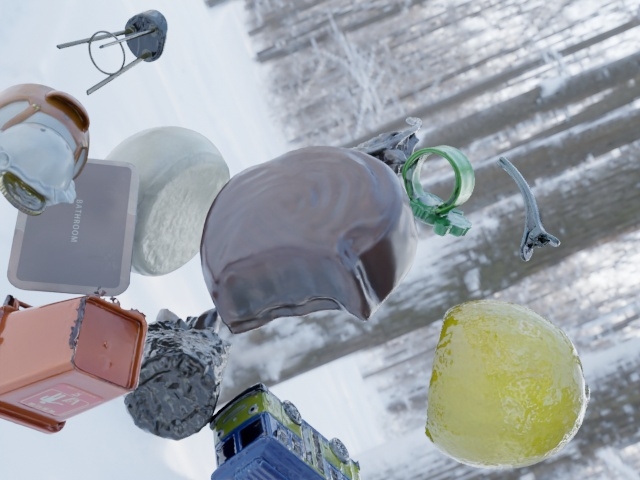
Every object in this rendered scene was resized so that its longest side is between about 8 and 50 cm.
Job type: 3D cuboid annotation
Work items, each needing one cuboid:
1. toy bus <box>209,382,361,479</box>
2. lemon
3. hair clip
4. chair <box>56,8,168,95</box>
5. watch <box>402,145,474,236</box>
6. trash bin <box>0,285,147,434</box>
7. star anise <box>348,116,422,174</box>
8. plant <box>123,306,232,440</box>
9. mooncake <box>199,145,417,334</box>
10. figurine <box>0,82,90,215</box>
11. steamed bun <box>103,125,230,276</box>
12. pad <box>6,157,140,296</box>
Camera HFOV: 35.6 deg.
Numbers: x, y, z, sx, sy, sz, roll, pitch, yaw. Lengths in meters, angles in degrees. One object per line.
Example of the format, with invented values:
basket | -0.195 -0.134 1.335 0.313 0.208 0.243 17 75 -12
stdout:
toy bus | -0.055 0.401 1.741 0.287 0.138 0.175 44 17 -28
lemon | 0.265 0.206 1.402 0.240 0.219 0.240 9 90 -75
hair clip | 0.360 -0.068 1.759 0.039 0.070 0.229 40 30 -42
chair | -0.360 -0.343 1.798 0.221 0.104 0.095 -44 136 -50
watch | 0.246 -0.105 1.981 0.165 0.152 0.131 31 22 27
trash bin | -0.362 0.154 1.407 0.161 0.238 0.184 32 50 -40
star anise | 0.081 -0.144 2.108 0.139 0.316 0.359 53 15 -14
plant | -0.251 0.220 1.756 0.321 0.181 0.194 -126 -127 -78
mooncake | -0.034 0.001 1.516 0.326 0.334 0.174 21 -33 39
figurine | -0.360 -0.105 1.235 0.271 0.143 0.143 -87 159 -50
steamed bun | -0.305 -0.083 1.800 0.177 0.283 0.283 34 -14 24
pad | -0.369 -0.028 1.510 0.002 0.176 0.266 109 -17 -50
